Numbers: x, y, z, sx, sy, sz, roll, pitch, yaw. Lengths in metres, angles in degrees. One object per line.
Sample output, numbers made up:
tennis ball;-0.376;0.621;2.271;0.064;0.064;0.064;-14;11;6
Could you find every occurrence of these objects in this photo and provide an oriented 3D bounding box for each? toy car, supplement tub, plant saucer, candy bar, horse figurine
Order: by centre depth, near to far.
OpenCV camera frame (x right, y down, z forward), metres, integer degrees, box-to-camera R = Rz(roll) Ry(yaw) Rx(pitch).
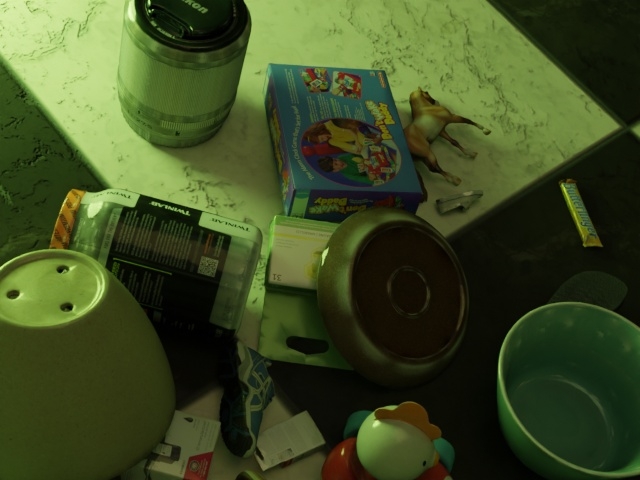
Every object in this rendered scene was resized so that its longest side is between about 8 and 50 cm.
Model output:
toy car;0.123;0.325;1.696;0.210;0.238;0.219;21;44;0
supplement tub;-0.263;0.031;1.847;0.316;0.193;0.193;16;53;-5
plant saucer;0.137;0.089;1.919;0.311;0.050;0.310;8;74;-30
horse figurine;0.213;-0.189;2.210;0.174;0.066;0.263;33;51;2
candy bar;0.498;-0.052;2.219;0.040;0.018;0.161;-4;57;-18

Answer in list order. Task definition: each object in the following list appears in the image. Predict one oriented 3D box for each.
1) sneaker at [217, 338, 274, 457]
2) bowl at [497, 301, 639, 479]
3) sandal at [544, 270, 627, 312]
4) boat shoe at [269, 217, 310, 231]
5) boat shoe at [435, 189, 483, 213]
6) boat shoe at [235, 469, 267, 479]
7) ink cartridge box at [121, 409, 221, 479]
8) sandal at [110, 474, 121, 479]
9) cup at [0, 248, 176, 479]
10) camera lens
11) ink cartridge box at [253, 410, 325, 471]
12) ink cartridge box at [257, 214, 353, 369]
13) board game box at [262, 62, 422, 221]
sneaker;-0.108;0.245;1.796;0.081;0.080;0.211;23;40;-26
bowl;0.411;0.271;1.876;0.312;0.163;0.311;8;54;-11
sandal;0.438;0.137;2.056;0.255;0.054;0.097;-31;61;-21
boat shoe;0.000;0.000;2.018;0.183;0.065;0.083;4;54;-13
boat shoe;0.263;-0.071;2.163;0.100;0.035;0.035;-13;87;-27
boat shoe;-0.053;0.417;1.718;0.072;0.068;0.190;-25;76;-43
ink cartridge box;-0.237;0.312;1.735;0.151;0.063;0.109;16;53;-4
sandal;-0.412;0.355;1.664;0.240;0.088;0.079;-12;26;-17
cup;-0.375;0.154;1.647;0.331;0.237;0.331;2;39;-2
camera lens;-0.246;-0.325;2.051;0.220;0.274;0.219;7;54;-10
ink cartridge box;-0.057;0.318;1.802;0.115;0.029;0.063;-21;64;-26
ink cartridge box;-0.009;0.086;1.920;0.171;0.056;0.235;8;71;-9
board game box;0.033;-0.183;2.115;0.233;0.078;0.347;2;46;-14
